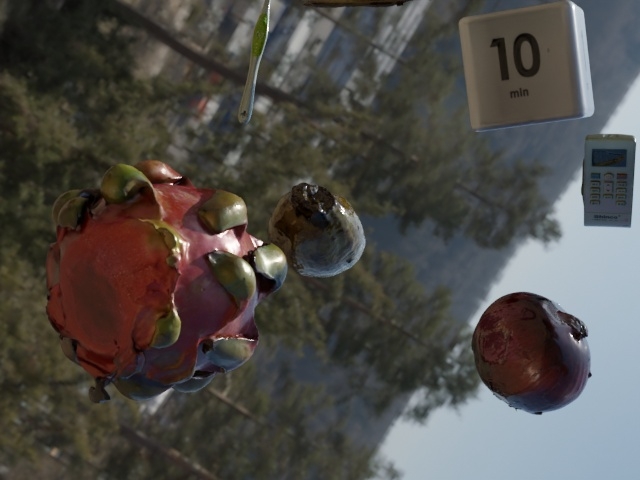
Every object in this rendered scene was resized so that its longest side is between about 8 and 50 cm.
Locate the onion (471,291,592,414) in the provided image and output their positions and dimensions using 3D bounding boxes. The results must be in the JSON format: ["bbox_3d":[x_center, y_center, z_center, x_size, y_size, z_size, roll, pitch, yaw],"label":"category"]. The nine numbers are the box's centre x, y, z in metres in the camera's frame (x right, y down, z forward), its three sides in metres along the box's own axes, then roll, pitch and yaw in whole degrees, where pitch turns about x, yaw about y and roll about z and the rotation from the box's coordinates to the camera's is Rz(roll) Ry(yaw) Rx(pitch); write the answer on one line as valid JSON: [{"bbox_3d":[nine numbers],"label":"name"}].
[{"bbox_3d":[0.220,0.116,1.116,0.131,0.131,0.131,-57,176,-6],"label":"onion"}]

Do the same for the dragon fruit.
[{"bbox_3d":[-0.168,0.047,1.110,0.243,0.227,0.307,-9,161,-33],"label":"dragon fruit"}]

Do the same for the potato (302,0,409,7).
[{"bbox_3d":[0.110,-0.451,1.451,0.288,0.301,0.237,-96,-179,-69],"label":"potato"}]

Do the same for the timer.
[{"bbox_3d":[0.356,-0.295,1.858,0.194,0.193,0.194,-24,107,-69],"label":"timer"}]

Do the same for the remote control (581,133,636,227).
[{"bbox_3d":[0.364,-0.074,1.374,0.166,0.065,0.029,75,23,-47],"label":"remote control"}]

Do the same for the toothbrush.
[{"bbox_3d":[-0.093,-0.302,1.651,0.026,0.022,0.262,99,1,-82],"label":"toothbrush"}]

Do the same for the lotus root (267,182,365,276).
[{"bbox_3d":[0.000,0.000,1.299,0.258,0.110,0.097,53,43,-77],"label":"lotus root"}]
